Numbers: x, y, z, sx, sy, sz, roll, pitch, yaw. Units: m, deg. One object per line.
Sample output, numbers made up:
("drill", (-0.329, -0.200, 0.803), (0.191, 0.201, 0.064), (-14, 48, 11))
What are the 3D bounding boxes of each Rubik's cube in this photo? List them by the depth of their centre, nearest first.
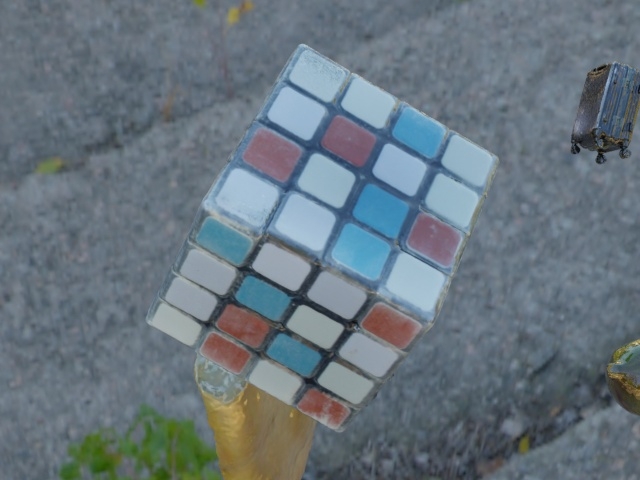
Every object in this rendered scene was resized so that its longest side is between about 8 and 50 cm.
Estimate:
("Rubik's cube", (0.000, 0.001, 1.449), (0.253, 0.259, 0.256), (30, 51, -4))

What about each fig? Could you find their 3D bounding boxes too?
("fig", (0.434, 0.188, 1.877), (0.154, 0.109, 0.103), (4, -1, -42))

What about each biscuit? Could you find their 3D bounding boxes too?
("biscuit", (-0.060, 0.171, 1.941), (0.104, 0.446, 0.429), (2, 41, 13))

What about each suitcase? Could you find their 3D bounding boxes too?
("suitcase", (0.382, -0.172, 1.823), (0.059, 0.086, 0.126), (19, 81, -17))
